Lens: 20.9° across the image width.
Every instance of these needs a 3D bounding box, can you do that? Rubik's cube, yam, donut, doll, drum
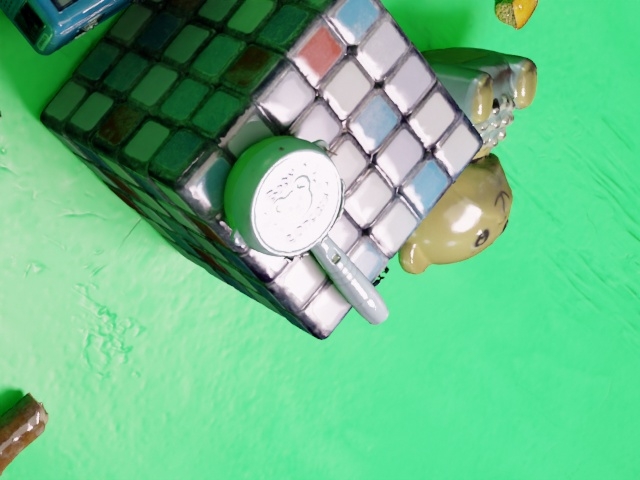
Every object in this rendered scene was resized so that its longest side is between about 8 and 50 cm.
[{"bbox_3d":[-0.061,-0.118,1.820,0.292,0.287,0.293,-53,132,-9],"label":"Rubik's cube"},{"bbox_3d":[-0.383,0.264,1.875,0.241,0.057,0.057,-48,130,-15],"label":"yam"},{"bbox_3d":[0.234,-0.312,2.145,0.067,0.038,0.083,-52,126,-7],"label":"donut"},{"bbox_3d":[0.155,-0.095,2.087,0.177,0.162,0.260,-25,123,-54],"label":"doll"},{"bbox_3d":[-0.016,0.012,1.684,0.130,0.049,0.253,-36,127,-21],"label":"drum"}]

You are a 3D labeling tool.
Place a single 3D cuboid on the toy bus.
[{"bbox_3d":[-0.208,-0.296,1.713,0.246,0.113,0.134,-37,94,-22],"label":"toy bus"}]
